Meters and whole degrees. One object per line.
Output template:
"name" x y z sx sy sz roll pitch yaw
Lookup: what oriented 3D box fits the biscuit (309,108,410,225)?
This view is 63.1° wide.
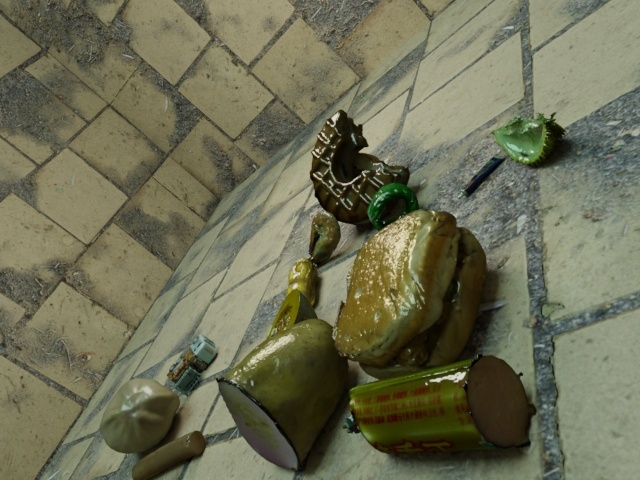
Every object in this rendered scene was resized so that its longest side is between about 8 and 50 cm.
"biscuit" 0.088 -0.191 1.519 0.268 0.115 0.366 -58 47 25

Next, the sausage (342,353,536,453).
"sausage" 0.135 0.252 0.766 0.317 0.125 0.117 -29 27 44

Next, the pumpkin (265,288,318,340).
"pumpkin" -0.066 0.237 1.283 0.217 0.110 0.217 -50 22 29

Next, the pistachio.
"pistachio" -0.557 0.543 1.602 0.226 0.208 0.332 -8 -32 -42

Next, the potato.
"potato" -0.051 0.276 1.049 0.266 0.229 0.229 -42 13 -33

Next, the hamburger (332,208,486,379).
"hamburger" 0.154 0.097 0.946 0.284 0.174 0.304 -27 28 50

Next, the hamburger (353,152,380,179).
"hamburger" 0.133 -0.223 1.658 0.155 0.135 0.207 -9 -7 -40

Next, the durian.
"durian" 0.429 -0.207 1.054 0.086 0.100 0.215 -54 13 -6

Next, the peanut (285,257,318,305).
"peanut" -0.052 0.125 1.476 0.087 0.087 0.207 -39 23 24

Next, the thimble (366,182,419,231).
"thimble" 0.182 -0.079 1.318 0.130 0.118 0.090 -24 19 6

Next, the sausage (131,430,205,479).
"sausage" -0.415 0.586 1.407 0.301 0.066 0.066 -34 24 30

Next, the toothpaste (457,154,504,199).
"toothpaste" 0.365 -0.146 1.198 0.140 0.021 0.037 -45 24 0

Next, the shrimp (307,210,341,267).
"shrimp" 0.001 -0.001 1.547 0.115 0.051 0.217 58 141 30

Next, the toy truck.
"toy truck" -0.416 0.409 1.722 0.178 0.080 0.115 -52 25 -9
